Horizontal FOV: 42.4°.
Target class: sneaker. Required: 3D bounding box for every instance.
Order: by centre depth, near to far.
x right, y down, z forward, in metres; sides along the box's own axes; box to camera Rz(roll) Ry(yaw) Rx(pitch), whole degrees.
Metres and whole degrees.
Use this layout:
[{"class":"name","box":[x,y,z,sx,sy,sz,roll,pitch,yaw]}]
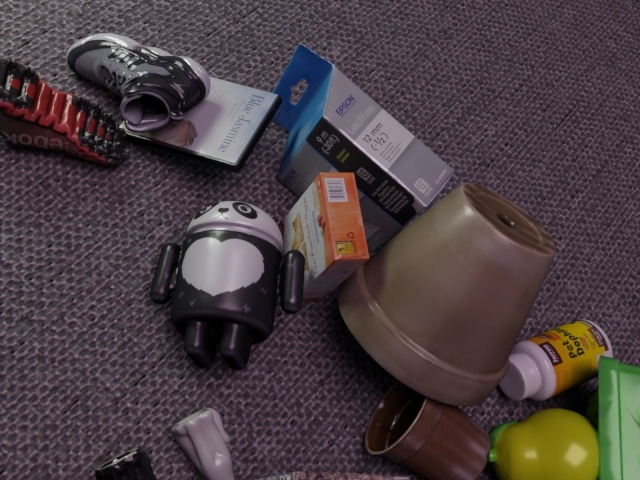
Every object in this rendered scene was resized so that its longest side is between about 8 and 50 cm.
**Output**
[{"class":"sneaker","box":[-0.461,-0.199,1.407,0.276,0.135,0.097,29,51,-35]},{"class":"sneaker","box":[-0.338,-0.273,1.436,0.269,0.101,0.153,14,41,7]}]

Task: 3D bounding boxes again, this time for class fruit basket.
[{"class":"fruit basket","box":[0.491,0.403,1.478,0.392,0.283,0.392,-10,64,20]}]

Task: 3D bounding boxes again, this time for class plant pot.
[{"class":"plant pot","box":[0.234,0.065,1.395,0.323,0.280,0.323,27,25,-14]},{"class":"plant pot","box":[0.190,0.336,1.415,0.165,0.167,0.167,37,60,-13]}]

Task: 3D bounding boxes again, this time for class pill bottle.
[{"class":"pill bottle","box":[0.442,0.232,1.574,0.215,0.117,0.117,-16,75,-27]}]

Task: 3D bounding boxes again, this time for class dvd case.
[{"class":"dvd case","box":[-0.219,-0.225,1.491,0.253,0.022,0.180,18,59,17]}]

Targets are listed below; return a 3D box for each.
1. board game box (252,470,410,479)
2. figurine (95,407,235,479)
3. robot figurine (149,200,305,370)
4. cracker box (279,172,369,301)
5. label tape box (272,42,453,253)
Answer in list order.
[{"class":"board game box","box":[0.018,0.506,1.242,0.232,0.141,0.291,13,63,-35]},{"class":"figurine","box":[-0.204,0.394,1.274,0.215,0.092,0.209,-26,88,-29]},{"class":"robot figurine","box":[-0.154,0.069,1.370,0.209,0.173,0.278,21,62,-27]},{"class":"cracker box","box":[0.000,0.000,1.428,0.067,0.232,0.155,-2,69,-21]},{"class":"label tape box","box":[0.032,-0.154,1.495,0.348,0.249,0.115,40,60,-3]}]
